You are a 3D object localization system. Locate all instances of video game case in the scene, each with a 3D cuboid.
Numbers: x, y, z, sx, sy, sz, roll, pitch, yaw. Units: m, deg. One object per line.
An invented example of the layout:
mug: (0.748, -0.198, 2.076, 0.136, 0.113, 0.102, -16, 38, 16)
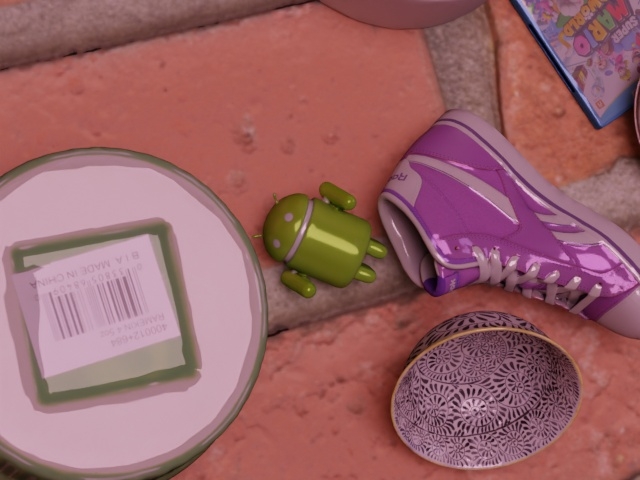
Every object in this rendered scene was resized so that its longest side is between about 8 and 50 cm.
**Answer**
video game case: (0.270, -0.208, 1.484, 0.119, 0.015, 0.166, -34, 92, -16)

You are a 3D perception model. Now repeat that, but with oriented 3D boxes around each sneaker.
sneaker: (0.173, 0.026, 1.369, 0.282, 0.102, 0.161, 38, 57, 5)

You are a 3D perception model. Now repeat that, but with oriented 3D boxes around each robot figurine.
robot figurine: (0.000, 0.000, 1.359, 0.115, 0.067, 0.101, 24, 97, -10)

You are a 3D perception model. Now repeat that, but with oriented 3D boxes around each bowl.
bowl: (0.142, 0.118, 1.357, 0.170, 0.080, 0.170, -3, 127, -4)

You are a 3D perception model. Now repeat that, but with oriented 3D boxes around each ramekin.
ramekin: (-0.187, 0.067, 1.260, 0.303, 0.148, 0.303, 2, 82, -14)

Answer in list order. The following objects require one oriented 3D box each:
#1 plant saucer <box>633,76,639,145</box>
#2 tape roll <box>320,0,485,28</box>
plant saucer: (0.373, -0.122, 1.482, 0.168, 0.029, 0.168, 0, 90, -19)
tape roll: (0.082, -0.344, 1.413, 0.286, 0.100, 0.286, 2, 82, -14)
